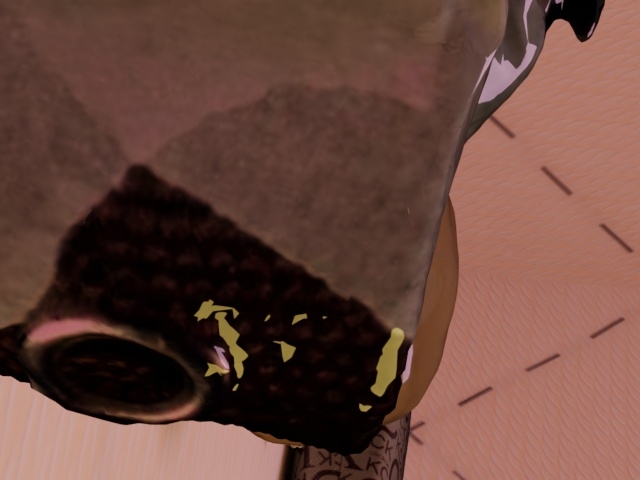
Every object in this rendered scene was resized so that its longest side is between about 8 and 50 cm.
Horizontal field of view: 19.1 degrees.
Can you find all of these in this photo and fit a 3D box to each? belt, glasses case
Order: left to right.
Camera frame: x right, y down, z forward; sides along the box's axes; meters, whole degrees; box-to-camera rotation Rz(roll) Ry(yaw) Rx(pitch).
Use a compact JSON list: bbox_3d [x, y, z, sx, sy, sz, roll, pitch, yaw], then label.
[{"bbox_3d":[-0.009,-0.093,0.443,0.184,0.164,0.289,103,-4,-57],"label":"belt"},{"bbox_3d":[0.025,0.153,1.462,0.137,0.085,0.355,89,9,-46],"label":"glasses case"}]

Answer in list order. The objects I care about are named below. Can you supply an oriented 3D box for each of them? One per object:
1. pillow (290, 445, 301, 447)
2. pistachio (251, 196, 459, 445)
[{"bbox_3d":[-0.004,0.024,1.216,0.229,0.050,0.128,87,17,-49],"label":"pillow"},{"bbox_3d":[0.000,0.000,0.913,0.226,0.135,0.136,-90,180,-45],"label":"pistachio"}]
